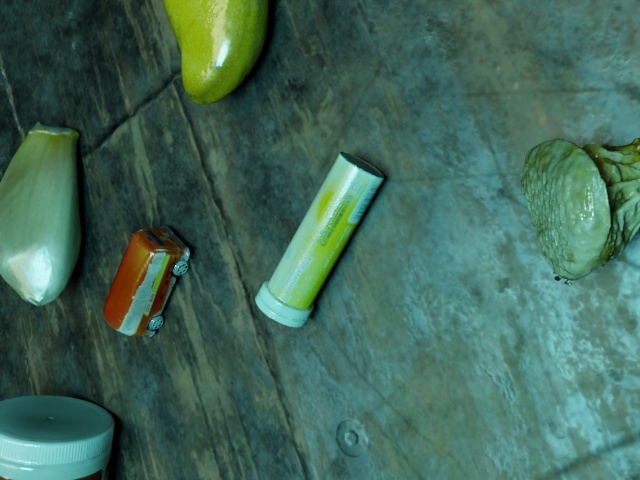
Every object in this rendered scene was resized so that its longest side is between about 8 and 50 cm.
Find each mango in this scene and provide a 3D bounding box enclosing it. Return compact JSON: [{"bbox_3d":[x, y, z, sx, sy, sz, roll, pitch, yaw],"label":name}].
[{"bbox_3d":[-0.140,-0.314,0.963,0.157,0.109,0.262,-3,93,27],"label":"mango"}]

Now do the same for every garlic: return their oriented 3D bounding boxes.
[{"bbox_3d":[-0.472,-0.047,1.206,0.143,0.112,0.318,-2,82,14],"label":"garlic"}]

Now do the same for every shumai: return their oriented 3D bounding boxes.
[{"bbox_3d":[0.262,-0.035,0.666,0.116,0.145,0.145,-9,82,-6],"label":"shumai"}]

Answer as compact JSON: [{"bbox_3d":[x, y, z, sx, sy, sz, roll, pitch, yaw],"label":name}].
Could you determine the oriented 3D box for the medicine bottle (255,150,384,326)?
[{"bbox_3d":[0.000,0.000,0.878,0.074,0.074,0.218,40,111,30],"label":"medicine bottle"}]

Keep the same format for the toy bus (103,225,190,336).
[{"bbox_3d":[-0.266,0.066,1.070,0.079,0.077,0.174,39,112,31],"label":"toy bus"}]

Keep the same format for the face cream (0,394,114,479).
[{"bbox_3d":[-0.435,0.365,1.119,0.201,0.201,0.187,14,98,36],"label":"face cream"}]
